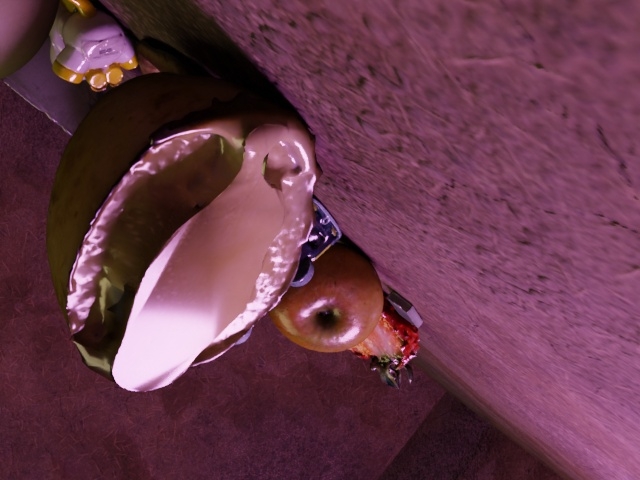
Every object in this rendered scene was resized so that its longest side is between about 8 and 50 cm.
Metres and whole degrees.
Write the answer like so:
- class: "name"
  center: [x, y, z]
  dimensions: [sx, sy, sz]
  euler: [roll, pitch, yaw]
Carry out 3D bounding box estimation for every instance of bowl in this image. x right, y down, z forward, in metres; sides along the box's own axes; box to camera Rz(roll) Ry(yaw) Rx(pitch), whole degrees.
- class: "bowl"
  center: [-0.404, -0.274, 1.040]
  dimensions: [0.313, 0.146, 0.313]
  euler: [41, 175, 4]

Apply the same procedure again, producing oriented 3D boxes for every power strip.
- class: "power strip"
  center: [0.155, 0.127, 1.208]
  dimensions: [0.051, 0.019, 0.136]
  euler: [35, 174, 28]

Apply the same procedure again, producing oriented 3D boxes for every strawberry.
- class: "strawberry"
  center: [0.111, 0.159, 1.356]
  dimensions: [0.188, 0.106, 0.286]
  euler: [-24, 101, 53]

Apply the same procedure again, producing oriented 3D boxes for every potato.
- class: "potato"
  center: [-0.144, -0.035, 0.621]
  dimensions: [0.242, 0.285, 0.242]
  euler: [15, -155, -7]

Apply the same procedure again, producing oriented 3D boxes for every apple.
- class: "apple"
  center: [0.009, 0.084, 1.038]
  dimensions: [0.182, 0.182, 0.155]
  euler: [41, -162, -16]

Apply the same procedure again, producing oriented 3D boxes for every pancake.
- class: "pancake"
  center: [-0.131, -0.140, 0.793]
  dimensions: [0.250, 0.031, 0.250]
  euler: [41, 169, 10]

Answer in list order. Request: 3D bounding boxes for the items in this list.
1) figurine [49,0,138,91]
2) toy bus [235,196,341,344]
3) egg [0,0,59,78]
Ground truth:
- class: "figurine"
  center: [-0.299, -0.259, 0.823]
  dimensions: [0.178, 0.109, 0.130]
  euler: [34, 146, 50]
- class: "toy bus"
  center: [-0.114, 0.022, 0.931]
  dimensions: [0.150, 0.262, 0.128]
  euler: [45, 177, 34]
- class: "egg"
  center: [-0.302, -0.225, 0.465]
  dimensions: [0.254, 0.188, 0.188]
  euler: [49, 171, -30]
